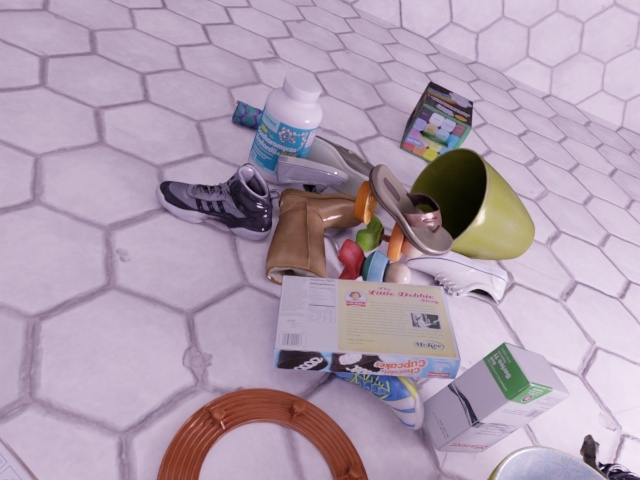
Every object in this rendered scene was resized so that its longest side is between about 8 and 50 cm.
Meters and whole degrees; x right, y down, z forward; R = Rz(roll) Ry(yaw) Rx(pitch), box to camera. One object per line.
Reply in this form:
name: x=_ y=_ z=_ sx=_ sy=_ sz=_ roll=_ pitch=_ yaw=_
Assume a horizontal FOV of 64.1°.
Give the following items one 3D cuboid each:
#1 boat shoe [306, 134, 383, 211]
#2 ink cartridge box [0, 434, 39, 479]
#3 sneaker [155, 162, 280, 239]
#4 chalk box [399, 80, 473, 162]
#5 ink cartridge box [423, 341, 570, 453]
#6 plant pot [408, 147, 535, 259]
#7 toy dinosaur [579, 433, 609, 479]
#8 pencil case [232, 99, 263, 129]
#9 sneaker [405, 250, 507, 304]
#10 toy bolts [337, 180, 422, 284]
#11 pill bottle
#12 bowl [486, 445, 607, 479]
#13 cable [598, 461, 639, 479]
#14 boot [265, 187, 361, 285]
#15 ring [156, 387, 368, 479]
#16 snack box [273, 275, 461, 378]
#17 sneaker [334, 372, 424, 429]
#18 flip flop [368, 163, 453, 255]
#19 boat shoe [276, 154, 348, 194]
boat shoe: x=0.067 y=-0.198 z=1.411 sx=0.304 sy=0.109 sz=0.091 roll=36 pitch=39 yaw=2
ink cartridge box: x=-0.474 y=0.325 z=0.486 sx=0.130 sy=0.271 sz=0.309 roll=57 pitch=40 yaw=-10
sneaker: x=-0.218 y=-0.108 z=1.117 sx=0.268 sy=0.153 sz=0.101 roll=20 pitch=39 yaw=-8
chalk box: x=0.391 y=-0.376 z=1.725 sx=0.180 sy=0.179 sz=0.289 roll=26 pitch=40 yaw=-1
ink cartridge box: x=0.300 y=0.283 z=0.897 sx=0.153 sy=0.208 sz=0.087 roll=23 pitch=31 yaw=-39
plant pot: x=0.422 y=-0.059 z=1.357 sx=0.293 sy=0.275 sz=0.275 roll=22 pitch=36 yaw=-30
toy dinosaur: x=0.480 y=0.476 z=0.876 sx=0.063 sy=0.118 sz=0.268 roll=10 pitch=42 yaw=-18
pencil case: x=-0.176 y=-0.354 z=1.481 sx=0.151 sy=0.064 sz=0.070 roll=17 pitch=65 yaw=-12
sneaker: x=0.330 y=0.089 z=1.248 sx=0.257 sy=0.094 sz=0.091 roll=14 pitch=66 yaw=3
toy bolts: x=0.147 y=0.001 z=1.142 sx=0.158 sy=0.218 sz=0.229 roll=15 pitch=48 yaw=17
pill bottle: x=-0.084 y=-0.283 z=1.295 sx=0.146 sy=0.264 sz=0.146 roll=15 pitch=40 yaw=-13
bowl: x=0.343 y=0.482 z=0.766 sx=0.289 sy=0.156 sz=0.290 roll=15 pitch=40 yaw=-13
cable: x=0.578 y=0.497 z=0.971 sx=0.184 sy=0.047 sz=0.151 roll=9 pitch=37 yaw=-16
boot: x=0.000 y=0.000 z=1.176 sx=0.235 sy=0.089 sz=0.270 roll=5 pitch=41 yaw=-5
ring: x=-0.073 y=0.370 z=0.766 sx=0.336 sy=0.032 sz=0.337 roll=15 pitch=40 yaw=-13
snack box: x=0.081 y=0.156 z=0.948 sx=0.321 sy=0.060 sz=0.187 roll=4 pitch=38 yaw=-1
sneaker: x=0.089 y=0.255 z=0.950 sx=0.126 sy=0.091 sz=0.240 roll=-11 pitch=43 yaw=-21
flip flop: x=0.214 y=-0.069 z=1.131 sx=0.277 sy=0.080 sz=0.112 roll=46 pitch=38 yaw=-23
boat shoe: x=-0.022 y=-0.158 z=1.288 sx=0.227 sy=0.081 sz=0.079 roll=8 pitch=10 yaw=-44
